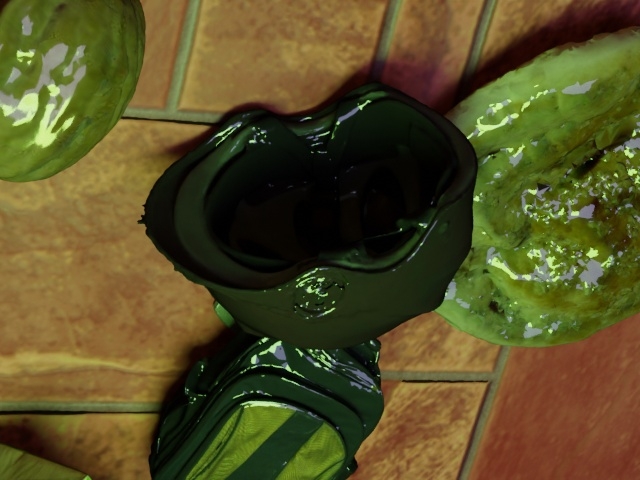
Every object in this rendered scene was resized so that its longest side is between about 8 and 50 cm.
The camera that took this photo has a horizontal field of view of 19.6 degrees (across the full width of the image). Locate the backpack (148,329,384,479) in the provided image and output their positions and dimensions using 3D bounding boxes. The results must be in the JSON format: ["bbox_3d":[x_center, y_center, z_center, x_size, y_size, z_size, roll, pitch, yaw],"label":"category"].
[{"bbox_3d":[-0.042,0.168,1.800,0.206,0.133,0.258,26,122,-26],"label":"backpack"}]

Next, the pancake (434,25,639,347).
[{"bbox_3d":[0.258,-0.044,1.837,0.387,0.082,0.387,-11,127,-15],"label":"pancake"}]

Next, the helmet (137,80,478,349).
[{"bbox_3d":[0.000,0.000,1.677,0.305,0.225,0.177,-17,138,-4],"label":"helmet"}]

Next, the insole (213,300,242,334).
[{"bbox_3d":[-0.038,0.104,1.846,0.063,0.010,0.192,-42,127,6],"label":"insole"}]

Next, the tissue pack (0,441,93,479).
[{"bbox_3d":[-0.256,0.337,1.759,0.167,0.200,0.275,-53,132,-24],"label":"tissue pack"}]

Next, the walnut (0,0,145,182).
[{"bbox_3d":[-0.242,-0.156,1.493,0.213,0.213,0.213,-11,123,-17],"label":"walnut"}]
